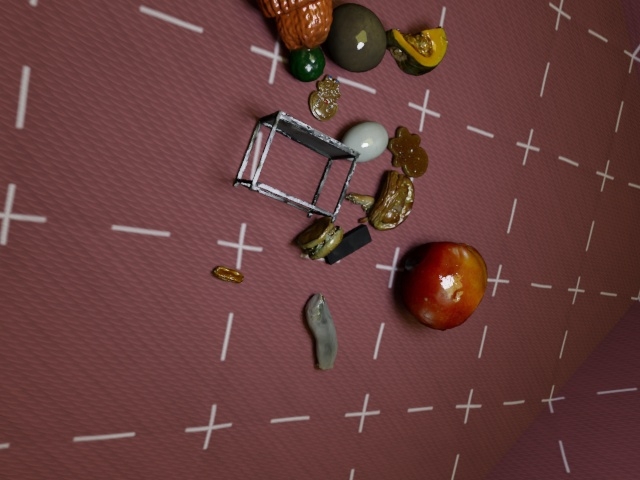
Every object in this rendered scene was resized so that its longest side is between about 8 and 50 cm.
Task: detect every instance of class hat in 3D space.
[{"bbox_3d":[-0.064,-0.737,1.360,0.286,0.285,0.399,-24,112,-21],"label":"hat"}]

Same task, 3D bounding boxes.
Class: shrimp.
[{"bbox_3d":[0.163,-0.135,1.717,0.179,0.034,0.124,5,99,-37],"label":"shrimp"}]

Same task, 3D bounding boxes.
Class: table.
[{"bbox_3d":[-0.085,-0.249,1.468,0.335,0.222,0.272,21,89,-27],"label":"table"}]

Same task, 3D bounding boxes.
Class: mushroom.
[{"bbox_3d":[0.011,0.380,1.695,0.110,0.097,0.350,-19,109,-22],"label":"mushroom"}]

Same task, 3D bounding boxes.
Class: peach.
[{"bbox_3d":[0.509,0.166,1.773,0.310,0.335,0.405,33,88,-21],"label":"peach"}]

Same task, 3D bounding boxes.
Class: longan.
[{"bbox_3d":[0.130,-0.731,1.506,0.246,0.215,0.245,28,59,-60],"label":"longan"}]

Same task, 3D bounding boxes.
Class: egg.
[{"bbox_3d":[0.168,-0.382,1.611,0.209,0.151,0.151,-30,111,-18],"label":"egg"}]

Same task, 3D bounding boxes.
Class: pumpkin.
[{"bbox_3d":[0.375,-0.801,1.649,0.281,0.139,0.189,33,87,-30],"label":"pumpkin"}]

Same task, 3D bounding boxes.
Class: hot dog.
[{"bbox_3d":[-0.335,0.127,1.514,0.122,0.037,0.049,27,75,-33],"label":"hot dog"},{"bbox_3d":[0.309,-0.159,1.733,0.175,0.114,0.258,23,87,-46],"label":"hot dog"}]

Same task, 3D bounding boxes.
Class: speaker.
[{"bbox_3d":[0.108,0.014,1.708,0.218,0.044,0.082,-30,110,-20],"label":"speaker"}]

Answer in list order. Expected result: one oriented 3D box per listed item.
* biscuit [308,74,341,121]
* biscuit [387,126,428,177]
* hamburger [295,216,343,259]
[{"bbox_3d":[0.020,-0.546,1.579,0.124,0.026,0.174,18,90,-28],"label":"biscuit"},{"bbox_3d":[0.383,-0.374,1.783,0.236,0.039,0.179,46,76,-26],"label":"biscuit"},{"bbox_3d":[0.000,0.000,1.583,0.113,0.177,0.185,52,35,-28],"label":"hamburger"}]
